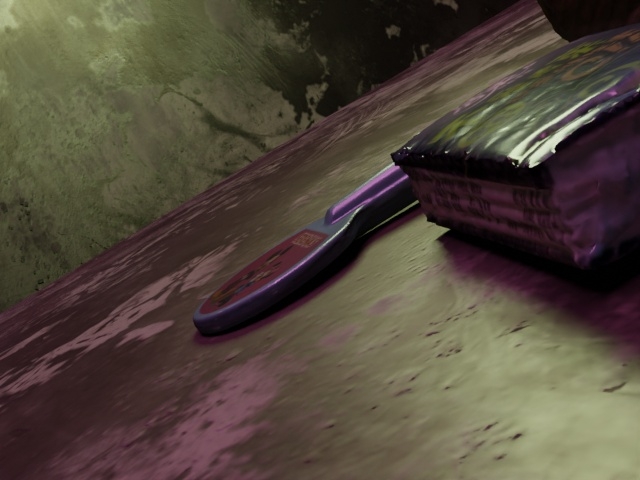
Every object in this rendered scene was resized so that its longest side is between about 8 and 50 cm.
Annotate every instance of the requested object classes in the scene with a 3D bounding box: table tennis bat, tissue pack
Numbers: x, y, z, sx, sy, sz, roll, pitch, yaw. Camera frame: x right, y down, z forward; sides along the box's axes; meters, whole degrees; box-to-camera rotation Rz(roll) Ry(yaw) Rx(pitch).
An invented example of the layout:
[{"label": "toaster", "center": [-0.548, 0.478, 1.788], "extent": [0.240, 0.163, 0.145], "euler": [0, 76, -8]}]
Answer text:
[{"label": "table tennis bat", "center": [0.000, 0.000, 0.644], "extent": [0.244, 0.040, 0.153], "euler": [-35, 11, -6]}, {"label": "tissue pack", "center": [0.149, -0.062, 0.429], "extent": [0.173, 0.073, 0.235], "euler": [-30, 10, -5]}]

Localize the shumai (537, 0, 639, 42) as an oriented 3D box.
[{"label": "shumai", "center": [0.334, -0.313, 0.764], "extent": [0.272, 0.222, 0.204], "euler": [-32, 3, 37]}]
